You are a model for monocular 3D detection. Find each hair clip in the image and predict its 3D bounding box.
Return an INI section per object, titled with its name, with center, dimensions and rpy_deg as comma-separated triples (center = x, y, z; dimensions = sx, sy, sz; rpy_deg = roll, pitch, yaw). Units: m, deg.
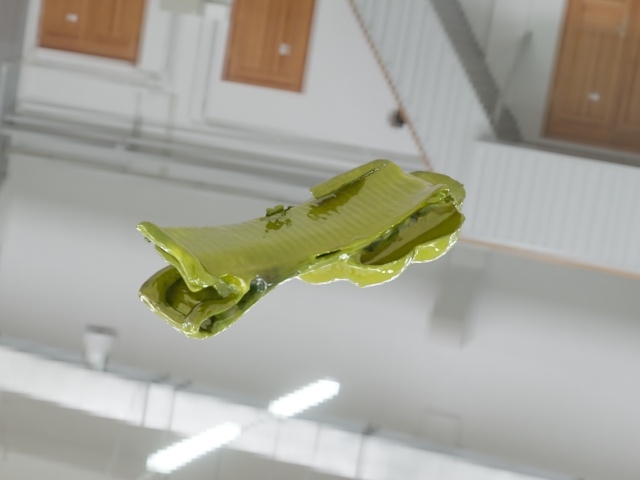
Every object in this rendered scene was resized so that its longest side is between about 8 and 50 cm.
[hair clip]
center = 0.000, 0.000, 0.695
dimensions = 0.173, 0.046, 0.072
rpy_deg = -19, -142, -38
